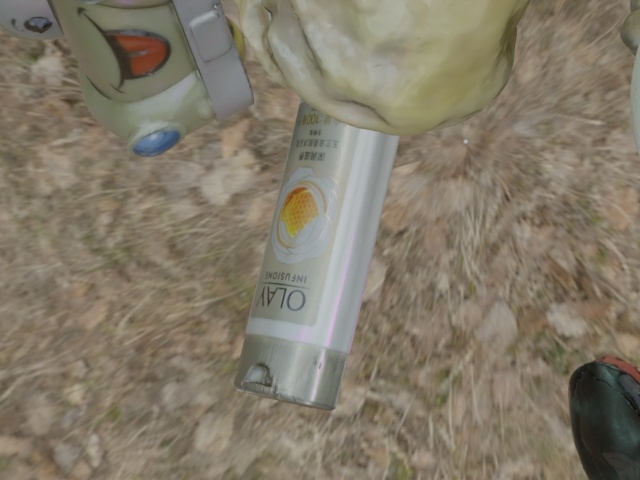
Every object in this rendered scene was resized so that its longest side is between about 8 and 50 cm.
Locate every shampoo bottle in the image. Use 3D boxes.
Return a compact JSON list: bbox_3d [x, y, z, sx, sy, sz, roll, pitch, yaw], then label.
[{"bbox_3d":[0.000,0.000,1.110,0.056,0.086,0.227,19,82,-40],"label":"shampoo bottle"}]

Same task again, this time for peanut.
[{"bbox_3d":[0.027,-0.179,0.511,0.130,0.130,0.290,-1,94,5],"label":"peanut"}]

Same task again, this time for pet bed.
[{"bbox_3d":[0.357,0.231,1.861,0.053,0.201,0.201,-15,92,-25],"label":"pet bed"}]

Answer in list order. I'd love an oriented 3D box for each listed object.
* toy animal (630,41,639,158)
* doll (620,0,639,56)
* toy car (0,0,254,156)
[{"bbox_3d":[0.309,-0.084,0.922,0.266,0.212,0.213,1,94,23],"label":"toy animal"},{"bbox_3d":[0.453,-0.230,1.189,0.378,0.252,0.382,28,114,-14],"label":"doll"},{"bbox_3d":[-0.212,-0.240,1.319,0.226,0.242,0.336,-24,52,-5],"label":"toy car"}]
